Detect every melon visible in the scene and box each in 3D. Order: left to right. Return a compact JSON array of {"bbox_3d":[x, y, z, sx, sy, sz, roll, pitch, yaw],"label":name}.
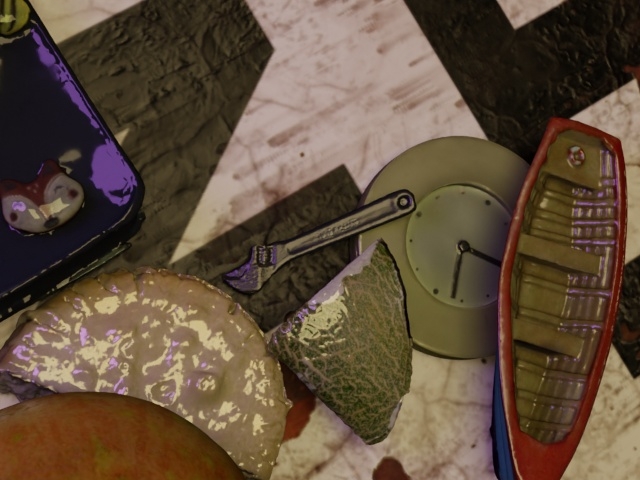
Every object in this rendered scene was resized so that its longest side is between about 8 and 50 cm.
[{"bbox_3d":[0.011,0.100,1.185,0.139,0.093,0.202,-2,88,-29],"label":"melon"}]

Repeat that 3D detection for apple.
[{"bbox_3d":[-0.198,0.284,0.977,0.340,0.339,0.339,2,80,-14],"label":"apple"}]

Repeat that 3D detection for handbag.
[{"bbox_3d":[-0.357,-0.080,1.114,0.303,0.122,0.329,-31,88,-16],"label":"handbag"}]

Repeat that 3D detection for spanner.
[{"bbox_3d":[0.000,0.000,1.222,0.208,0.012,0.046,-23,79,-4],"label":"spanner"}]

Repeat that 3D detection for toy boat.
[{"bbox_3d":[0.228,0.071,1.228,0.136,0.079,0.392,16,76,-16],"label":"toy boat"}]

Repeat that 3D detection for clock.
[{"bbox_3d":[0.145,0.007,1.272,0.235,0.029,0.235,3,80,-16],"label":"clock"}]

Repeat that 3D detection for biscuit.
[{"bbox_3d":[-0.158,0.114,1.147,0.281,0.084,0.179,19,77,-10],"label":"biscuit"}]
